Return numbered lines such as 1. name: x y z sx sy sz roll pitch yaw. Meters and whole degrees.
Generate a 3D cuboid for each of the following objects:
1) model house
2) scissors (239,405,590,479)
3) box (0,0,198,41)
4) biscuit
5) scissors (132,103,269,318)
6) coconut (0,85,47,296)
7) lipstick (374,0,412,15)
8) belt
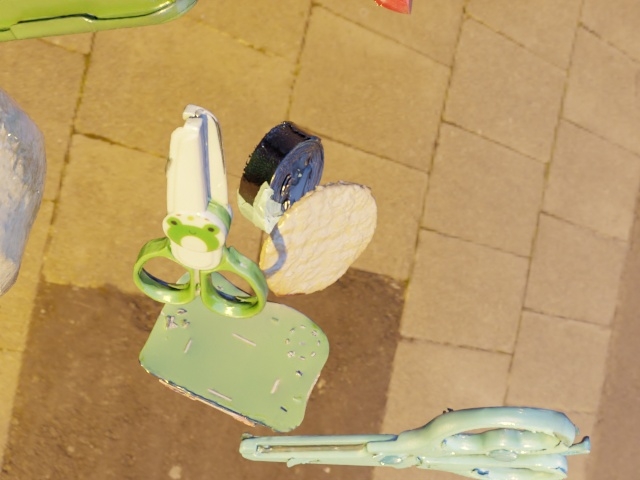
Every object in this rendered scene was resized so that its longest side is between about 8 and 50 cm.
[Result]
1. model house: -0.155 0.196 1.506 0.294 0.154 0.207 28 70 -10
2. scissors: 0.087 0.225 0.932 0.180 0.393 0.032 59 32 -49
3. box: -0.263 -0.355 0.913 0.177 0.329 0.252 65 34 -47
4. biscuit: 0.000 0.000 0.714 0.120 0.015 0.120 -26 142 -23
5. scissors: -0.080 -0.012 0.578 0.204 0.101 0.027 101 0 -54
6. coconut: -0.579 -0.107 1.215 0.405 0.405 0.404 -6 99 -39
7. lipstick: -0.015 -0.182 0.438 0.186 0.063 0.057 37 89 -21
8. belt: -0.067 -0.100 1.481 0.151 0.078 0.198 -22 137 -50
